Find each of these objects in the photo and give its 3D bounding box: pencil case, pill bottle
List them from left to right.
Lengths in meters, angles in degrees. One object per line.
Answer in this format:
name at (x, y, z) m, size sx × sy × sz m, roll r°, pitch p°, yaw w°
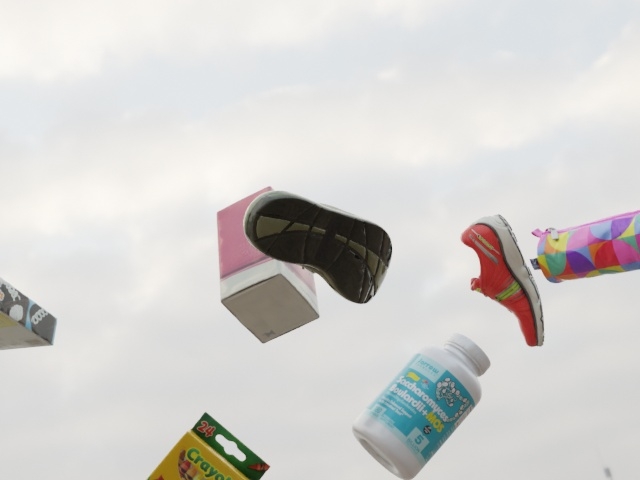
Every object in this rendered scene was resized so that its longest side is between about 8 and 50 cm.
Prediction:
pill bottle at (0.190, 0.291, 1.693) m, size 0.264 × 0.146 × 0.146 m, roll -46°, pitch -29°, yaw -17°
pencil case at (0.458, 0.008, 1.509) m, size 0.236 × 0.104 × 0.104 m, roll -14°, pitch -26°, yaw 43°

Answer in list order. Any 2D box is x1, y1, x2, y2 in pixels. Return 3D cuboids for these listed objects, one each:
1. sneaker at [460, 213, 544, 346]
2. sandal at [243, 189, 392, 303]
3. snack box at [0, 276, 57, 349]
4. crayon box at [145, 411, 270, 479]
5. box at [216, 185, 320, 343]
sneaker at (0.350, 0.085, 1.805) m, size 0.118 × 0.279 × 0.107 m, roll -22°, pitch 11°, yaw 14°
sandal at (0.000, -0.002, 1.359) m, size 0.303 × 0.086 × 0.120 m, roll 30°, pitch -93°, yaw -42°
snack box at (-0.597, 0.103, 1.542) m, size 0.187 × 0.060 × 0.322 m, roll -6°, pitch -27°, yaw 12°
crayon box at (-0.285, 0.562, 2.059) m, size 0.318 × 0.202 × 0.081 m, roll -51°, pitch -2°, yaw -7°
box at (-0.098, 0.042, 1.710) m, size 0.127 × 0.232 × 0.148 m, roll -26°, pitch -47°, yaw 15°
